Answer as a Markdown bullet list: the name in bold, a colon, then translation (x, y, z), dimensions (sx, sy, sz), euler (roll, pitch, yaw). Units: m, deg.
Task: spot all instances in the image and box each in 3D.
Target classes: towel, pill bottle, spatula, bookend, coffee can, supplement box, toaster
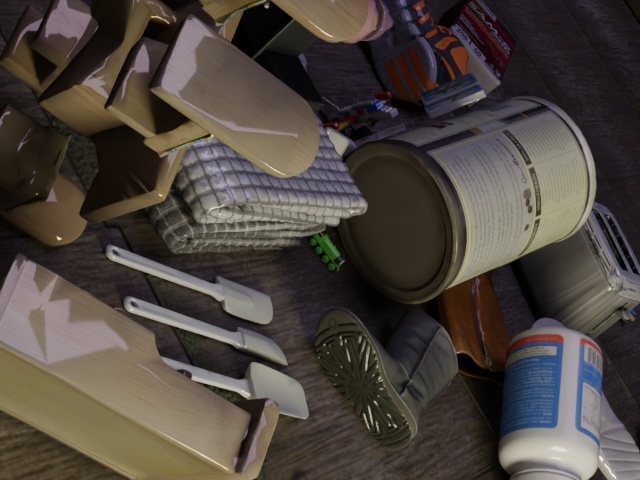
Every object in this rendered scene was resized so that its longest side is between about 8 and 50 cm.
- **towel**: translation (-0.108, -0.103, 1.550), dimensions (0.283, 0.121, 0.235), euler (0, 57, -56)
- **pill bottle**: translation (0.283, 0.229, 1.744), dimensions (0.124, 0.124, 0.222), euler (35, 49, -32)
- **spatula**: translation (-0.111, 0.092, 1.422), dimensions (0.242, 0.019, 0.168), euler (23, 41, -45)
- **bookend**: translation (-0.043, -0.194, 1.457), dimensions (0.072, 0.156, 0.157), euler (3, 55, -55)
- **coffee can**: translation (0.183, -0.056, 1.763), dimensions (0.275, 0.201, 0.202), euler (-20, 75, -40)
- **supplement box**: translation (0.261, -0.335, 2.440), dimensions (0.130, 0.073, 0.239), euler (48, 27, -10)
- **toaster**: translation (0.387, 0.039, 2.128), dimensions (0.129, 0.146, 0.227), euler (18, 43, -50)

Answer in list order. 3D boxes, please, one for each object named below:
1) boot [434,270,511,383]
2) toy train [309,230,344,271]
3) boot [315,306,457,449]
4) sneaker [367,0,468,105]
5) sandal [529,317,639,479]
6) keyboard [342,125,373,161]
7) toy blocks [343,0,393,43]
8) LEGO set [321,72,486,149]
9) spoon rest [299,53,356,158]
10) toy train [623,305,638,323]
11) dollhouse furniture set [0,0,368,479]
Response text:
- **boot**: translation (0.234, 0.064, 1.915), dimensions (0.264, 0.096, 0.280), euler (23, 41, -46)
- **toy train**: translation (0.000, 0.000, 1.696), dimensions (0.083, 0.023, 0.017), euler (53, 27, -1)
- **boot**: translation (0.084, 0.125, 1.632), dimensions (0.190, 0.076, 0.208), euler (63, 32, -13)
- **sneaker**: translation (0.128, -0.349, 2.220), dimensions (0.180, 0.124, 0.321), euler (5, 65, -61)
- **sandal**: translation (0.339, 0.235, 1.910), dimensions (0.102, 0.076, 0.265), euler (-27, 87, -45)
- **keyboard**: translation (0.070, -0.096, 1.905), dimensions (0.100, 0.038, 0.192), euler (42, 29, -22)
- **toy blocks**: translation (-0.043, -0.372, 1.665), dimensions (0.260, 0.288, 0.309), euler (0, 88, -53)
- **LEGO set**: translation (0.086, -0.175, 1.834), dimensions (0.182, 0.244, 0.060), euler (-87, 154, -75)
- **spoon rest**: translation (-0.048, -0.186, 1.799), dimensions (0.137, 0.084, 0.276), euler (28, 23, -42)
- **toy train**: translation (0.520, 0.086, 2.401), dimensions (0.027, 0.036, 0.158), euler (42, 30, -22)
- **dollhouse furniture set**: translation (-0.133, -0.028, 1.183), dimensions (0.256, 0.362, 0.394), euler (35, 60, -30)
